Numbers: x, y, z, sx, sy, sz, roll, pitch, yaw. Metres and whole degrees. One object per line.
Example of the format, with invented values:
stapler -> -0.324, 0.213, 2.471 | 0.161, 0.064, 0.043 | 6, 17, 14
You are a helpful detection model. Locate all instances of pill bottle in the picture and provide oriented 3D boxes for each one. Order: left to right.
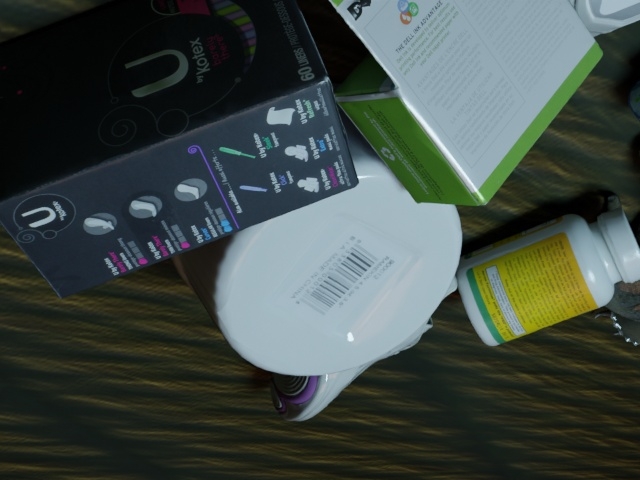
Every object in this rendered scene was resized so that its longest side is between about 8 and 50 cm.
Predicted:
pill bottle -> 0.275, 0.039, 1.266 | 0.208, 0.117, 0.117 | -23, 145, 15

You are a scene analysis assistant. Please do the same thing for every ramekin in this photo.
ramekin -> 0.000, 0.000, 1.025 | 0.277, 0.135, 0.277 | -13, 128, -17

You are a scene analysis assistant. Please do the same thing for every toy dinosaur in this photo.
toy dinosaur -> 0.419, 0.049, 1.373 | 0.160, 0.121, 0.313 | -43, 145, 7

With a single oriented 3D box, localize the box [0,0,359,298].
box -> -0.127, -0.094, 0.866 | 0.270, 0.165, 0.143 | -21, 145, 0

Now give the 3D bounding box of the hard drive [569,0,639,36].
hard drive -> 0.352, -0.292, 0.885 | 0.339, 0.064, 0.237 | -22, 162, 0

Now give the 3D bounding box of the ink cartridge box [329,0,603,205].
ink cartridge box -> 0.088, -0.182, 0.863 | 0.189, 0.097, 0.255 | -50, 115, -19

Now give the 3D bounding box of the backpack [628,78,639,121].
backpack -> 0.377, -0.157, 1.098 | 0.114, 0.105, 0.084 | -36, 120, 21

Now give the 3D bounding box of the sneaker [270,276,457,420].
sneaker -> 0.050, 0.127, 1.290 | 0.152, 0.114, 0.305 | 11, 134, -35
